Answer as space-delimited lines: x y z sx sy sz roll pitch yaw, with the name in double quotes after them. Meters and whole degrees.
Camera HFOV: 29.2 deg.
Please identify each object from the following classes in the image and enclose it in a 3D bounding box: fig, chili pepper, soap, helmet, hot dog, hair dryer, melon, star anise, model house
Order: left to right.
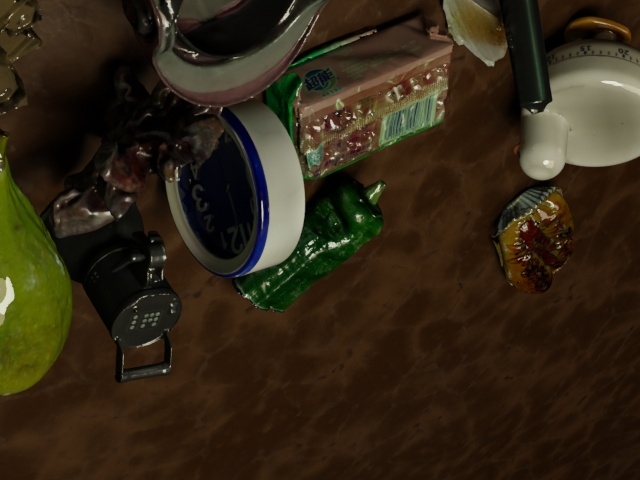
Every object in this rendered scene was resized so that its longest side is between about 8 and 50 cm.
-0.351 -0.210 1.291 0.181 0.176 0.248 -41 168 17 "model house"
-0.385 0.019 1.456 0.233 0.233 0.314 15 101 -50 "fig"
-0.222 -0.107 1.463 0.129 0.212 0.282 37 143 -24 "star anise"
-0.116 -0.332 1.328 0.271 0.197 0.338 -27 149 -31 "helmet"
0.000 0.000 1.881 0.270 0.099 0.136 -44 136 13 "chili pepper"
0.060 -0.195 1.726 0.273 0.098 0.218 -25 142 -20 "soap"
0.229 -0.313 1.623 0.244 0.303 0.116 -11 179 -34 "hair dryer"
0.258 -0.332 1.771 0.139 0.093 0.202 -47 150 -4 "melon"
0.404 0.001 2.274 0.162 0.082 0.270 -38 144 -6 "hot dog"

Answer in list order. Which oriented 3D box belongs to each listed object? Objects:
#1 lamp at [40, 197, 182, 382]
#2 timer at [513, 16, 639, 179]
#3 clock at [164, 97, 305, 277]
-0.254 0.043 1.578 0.147 0.227 0.172 -5 132 -39 "lamp"
0.428 -0.198 1.943 0.233 0.240 0.233 8 146 5 "timer"
-0.113 -0.071 1.586 0.083 0.230 0.230 -17 139 -37 "clock"
